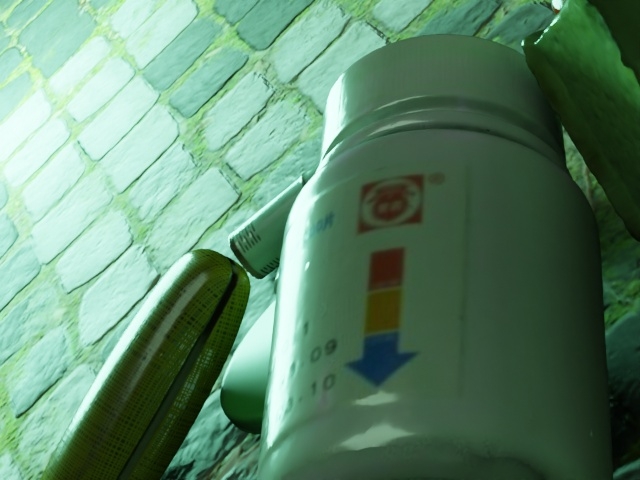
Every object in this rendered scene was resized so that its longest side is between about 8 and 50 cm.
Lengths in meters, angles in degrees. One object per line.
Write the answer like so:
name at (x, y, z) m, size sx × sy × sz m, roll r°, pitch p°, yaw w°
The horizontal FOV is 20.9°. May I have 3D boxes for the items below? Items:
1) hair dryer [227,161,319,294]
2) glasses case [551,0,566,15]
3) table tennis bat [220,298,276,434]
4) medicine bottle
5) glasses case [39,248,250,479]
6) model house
hair dryer at (0.006, -0.004, 1.123) m, size 0.155 × 0.044 × 0.183 m, roll -40°, pitch 19°, yaw 16°
glasses case at (0.220, -0.219, 1.136) m, size 0.194 × 0.049 × 0.073 m, roll -54°, pitch 31°, yaw -15°
table tennis bat at (0.036, 0.030, 1.079) m, size 0.257 × 0.039 × 0.160 m, roll -37°, pitch 23°, yaw 19°
medicine bottle at (0.060, 0.038, 0.884) m, size 0.170 × 0.170 × 0.293 m, roll -26°, pitch 41°, yaw 31°
glasses case at (-0.120, 0.111, 1.127) m, size 0.234 × 0.064 × 0.079 m, roll -60°, pitch 21°, yaw -1°
model house at (0.231, -0.098, 0.893) m, size 0.214 × 0.195 × 0.189 m, roll -36°, pitch 3°, yaw -11°
